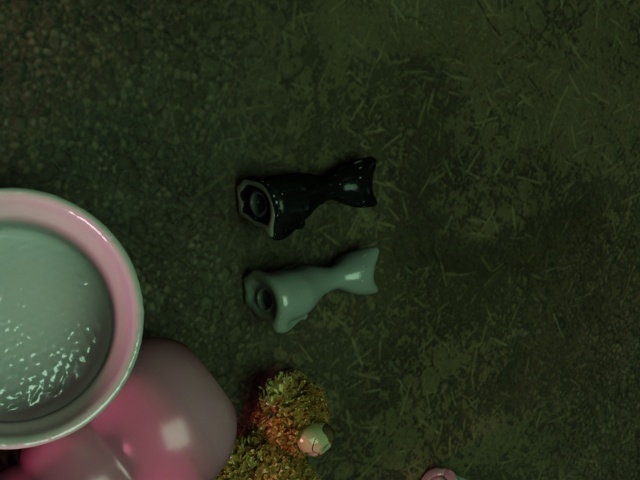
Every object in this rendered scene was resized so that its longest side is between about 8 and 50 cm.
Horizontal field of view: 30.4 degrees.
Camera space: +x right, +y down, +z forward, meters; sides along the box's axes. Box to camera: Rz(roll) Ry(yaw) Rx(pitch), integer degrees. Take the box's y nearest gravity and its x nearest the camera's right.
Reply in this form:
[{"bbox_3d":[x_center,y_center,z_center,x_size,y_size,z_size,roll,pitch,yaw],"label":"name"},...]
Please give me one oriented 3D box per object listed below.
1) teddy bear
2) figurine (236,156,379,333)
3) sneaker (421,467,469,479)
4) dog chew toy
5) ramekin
[{"bbox_3d":[-0.080,0.347,1.622,0.338,0.113,0.245,-47,126,-16],"label":"teddy bear"},{"bbox_3d":[0.000,0.000,1.611,0.209,0.092,0.215,-15,111,-36],"label":"figurine"},{"bbox_3d":[0.173,0.478,1.853,0.095,0.090,0.235,39,80,-45],"label":"sneaker"},{"bbox_3d":[-0.266,0.268,1.425,0.332,0.206,0.206,-37,120,-13],"label":"dog chew toy"},{"bbox_3d":[-0.339,0.089,1.300,0.277,0.135,0.277,2,81,-13],"label":"ramekin"}]
